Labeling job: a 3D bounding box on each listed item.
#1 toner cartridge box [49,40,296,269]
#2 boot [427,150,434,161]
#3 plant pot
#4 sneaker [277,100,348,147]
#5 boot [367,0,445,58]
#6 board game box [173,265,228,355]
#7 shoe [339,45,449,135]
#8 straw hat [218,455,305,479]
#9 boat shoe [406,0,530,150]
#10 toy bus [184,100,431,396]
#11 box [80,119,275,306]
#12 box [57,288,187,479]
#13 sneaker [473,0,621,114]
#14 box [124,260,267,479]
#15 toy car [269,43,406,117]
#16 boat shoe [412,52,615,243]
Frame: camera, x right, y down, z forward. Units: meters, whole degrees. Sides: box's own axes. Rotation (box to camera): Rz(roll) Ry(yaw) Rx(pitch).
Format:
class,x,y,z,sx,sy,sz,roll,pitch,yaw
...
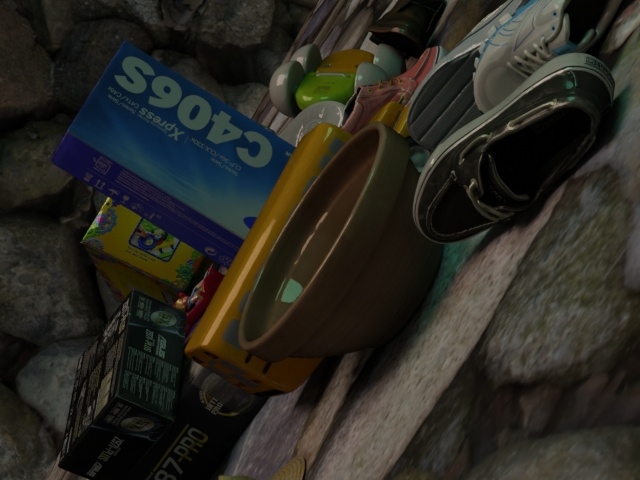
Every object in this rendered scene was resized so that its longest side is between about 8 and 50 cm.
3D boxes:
class,x,y,z,sx,sy,sz,roll,pitch,yaw
toner cartridge box,-0.130,-0.077,1.685,0.075,0.348,0.165,-45,17,52
boot,0.129,-0.096,1.363,0.114,0.037,0.106,-64,-2,-46
plant pot,0.032,0.021,1.265,0.237,0.109,0.237,-53,13,19
sneaker,0.004,-0.102,1.809,0.217,0.121,0.079,-29,47,45
boot,0.121,-0.312,1.930,0.106,0.082,0.219,-61,8,3
board game box,-0.157,0.077,1.740,0.169,0.033,0.133,-57,11,1
shoe,0.086,-0.175,1.684,0.178,0.081,0.063,-62,10,-18
straw hat,-0.074,0.244,1.282,0.144,0.061,0.144,-57,10,16
boat shoe,0.173,-0.168,1.288,0.226,0.083,0.076,-40,6,28
toy bus,0.000,0.000,1.440,0.333,0.130,0.108,-62,10,-17
box,-0.199,-0.033,2.149,0.279,0.177,0.290,-62,-11,-16
box,-0.231,0.174,1.655,0.147,0.077,0.180,-50,24,32
sneaker,0.192,-0.170,1.186,0.191,0.071,0.083,-54,17,30
box,-0.150,0.165,1.802,0.318,0.097,0.395,-51,13,25
toy car,0.027,-0.185,1.883,0.182,0.159,0.136,-54,-37,-59
boat shoe,0.137,-0.056,1.080,0.219,0.078,0.070,-47,14,43
